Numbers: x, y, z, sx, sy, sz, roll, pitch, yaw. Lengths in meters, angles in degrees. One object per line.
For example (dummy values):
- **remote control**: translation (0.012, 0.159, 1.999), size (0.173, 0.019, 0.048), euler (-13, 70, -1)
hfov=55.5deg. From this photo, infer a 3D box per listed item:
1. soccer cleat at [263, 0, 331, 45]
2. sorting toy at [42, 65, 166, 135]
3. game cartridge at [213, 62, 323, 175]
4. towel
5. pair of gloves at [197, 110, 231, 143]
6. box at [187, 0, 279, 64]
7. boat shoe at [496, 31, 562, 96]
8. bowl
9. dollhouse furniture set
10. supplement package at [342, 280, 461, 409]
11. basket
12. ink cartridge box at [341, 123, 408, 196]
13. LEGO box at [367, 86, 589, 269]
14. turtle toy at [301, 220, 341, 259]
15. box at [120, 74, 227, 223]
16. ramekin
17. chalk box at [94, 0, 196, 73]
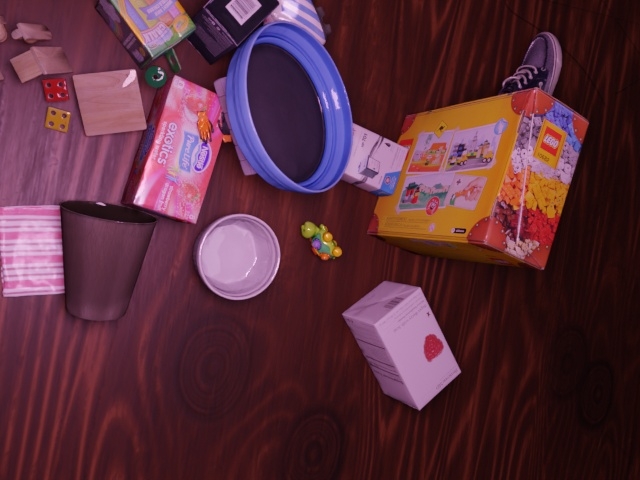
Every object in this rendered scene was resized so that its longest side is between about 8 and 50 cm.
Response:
- **soccer cleat**: translation (-0.095, -0.592, 1.444), size (0.143, 0.116, 0.331), euler (-32, 117, -6)
- **sorting toy**: translation (-0.472, -0.307, 1.347), size (0.274, 0.046, 0.132), euler (-9, 112, -9)
- **game cartridge**: translation (-0.094, -0.312, 1.472), size (0.355, 0.068, 0.230), euler (-34, 114, -51)
- **towel**: translation (-0.616, 0.023, 1.320), size (0.144, 0.029, 0.197), euler (-3, 95, -27)
- **pair of gloves**: translation (-0.233, -0.253, 1.354), size (0.083, 0.010, 0.074), euler (-9, 97, -30)
- **box**: translation (-0.212, -0.511, 1.398), size (0.108, 0.207, 0.153), euler (46, 72, -22)
- **boat shoe**: translation (0.641, -0.494, 1.889), size (0.158, 0.127, 0.341), euler (8, 90, -35)
- **bowl**: translation (-0.064, -0.298, 1.398), size (0.391, 0.077, 0.391), euler (14, 73, -52)
- **dollhouse furniture set**: translation (-0.644, -0.393, 1.281), size (0.151, 0.123, 0.144), euler (-20, 105, 11)
- **supplement package**: translation (0.227, 0.286, 1.696), size (0.177, 0.175, 0.293), euler (-35, 109, -22)
- **basket**: translation (-0.472, 0.045, 1.315), size (0.204, 0.154, 0.227), euler (12, 102, -2)
- **ink cartridge box**: translation (0.122, -0.218, 1.651), size (0.190, 0.082, 0.140), euler (21, 84, -21)
- **LEGO box**: translation (0.374, -0.148, 1.565), size (0.193, 0.500, 0.372), euler (22, 83, -26)
- **turtle toy**: translation (0.000, 0.000, 1.615), size (0.066, 0.095, 0.130), euler (-33, 108, 0)
- **box**: translation (-0.328, -0.200, 1.393), size (0.154, 0.142, 0.300), euler (20, 84, -29)
- **ramekin**: translation (-0.214, 0.037, 1.487), size (0.207, 0.109, 0.207), euler (-2, 93, -28)
- **chalk box**: translation (-0.374, -0.476, 1.359), size (0.132, 0.132, 0.213), euler (-43, 112, -19)
